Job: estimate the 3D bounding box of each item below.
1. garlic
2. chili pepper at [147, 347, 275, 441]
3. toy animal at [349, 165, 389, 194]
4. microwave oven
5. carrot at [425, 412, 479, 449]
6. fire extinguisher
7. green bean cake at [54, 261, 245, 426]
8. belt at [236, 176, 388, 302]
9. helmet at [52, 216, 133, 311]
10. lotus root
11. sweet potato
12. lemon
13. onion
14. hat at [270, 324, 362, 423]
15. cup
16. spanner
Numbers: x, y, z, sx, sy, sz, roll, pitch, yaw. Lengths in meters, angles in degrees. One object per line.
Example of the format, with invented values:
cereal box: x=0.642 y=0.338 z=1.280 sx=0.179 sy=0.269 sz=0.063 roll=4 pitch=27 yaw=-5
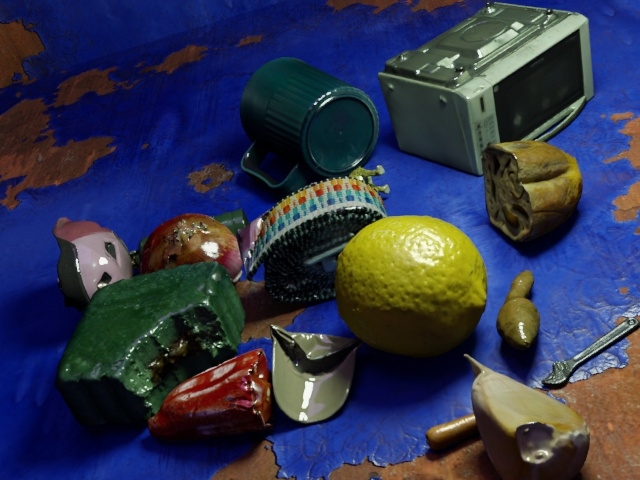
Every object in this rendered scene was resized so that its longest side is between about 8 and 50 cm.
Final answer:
garlic: x=0.294 y=0.269 z=1.515 sx=0.145 sy=0.164 sz=0.245 roll=-40 pitch=26 yaw=0
chili pepper: x=-0.194 y=0.280 z=1.834 sx=0.253 sy=0.144 sz=0.136 roll=-15 pitch=-14 yaw=23
toy animal: x=0.065 y=-0.101 z=2.347 sx=0.181 sy=0.073 sz=0.136 roll=-46 pitch=30 yaw=-18
microwave oven: x=0.389 y=-0.370 z=2.404 sx=0.394 sy=0.247 sz=0.333 roll=-34 pitch=35 yaw=-23
carrot: x=0.254 y=0.283 z=1.639 sx=0.190 sy=0.037 sz=0.037 roll=-21 pitch=30 yaw=-5
fire extinguisher: x=-0.306 y=0.015 z=2.339 sx=0.311 sy=0.095 sz=0.114 roll=-17 pitch=-1 yaw=3
green bean cake: x=-0.313 y=0.201 z=1.970 sx=0.300 sy=0.169 sz=0.307 roll=-10 pitch=32 yaw=19
belt: x=0.000 y=0.000 z=2.080 sx=0.295 sy=0.206 sz=0.160 roll=-30 pitch=33 yaw=13
helmet: x=-0.483 y=0.052 z=2.267 sx=0.154 sy=0.198 sz=0.253 roll=-14 pitch=44 yaw=12
lotus root: x=0.429 y=-0.106 z=2.032 sx=0.180 sy=0.188 sz=0.199 roll=-12 pitch=26 yaw=-14
sweet potato: x=0.342 y=0.128 z=1.803 sx=0.075 sy=0.074 sz=0.269 roll=-10 pitch=23 yaw=16
lemon: x=0.151 y=0.077 z=1.819 sx=0.310 sy=0.253 sz=0.253 roll=13 pitch=44 yaw=43
onion: x=-0.275 y=0.034 z=2.183 sx=0.230 sy=0.163 sz=0.229 roll=-2 pitch=63 yaw=4
hat: x=-0.021 y=0.241 z=1.849 sx=0.166 sy=0.144 sz=0.173 roll=11 pitch=77 yaw=0
cup: x=-0.048 y=-0.281 z=2.521 sx=0.308 sy=0.242 sz=0.292 roll=-29 pitch=34 yaw=-21
spanner: x=0.445 y=0.183 z=1.713 sx=0.209 sy=0.012 sz=0.046 roll=-30 pitch=32 yaw=-18
